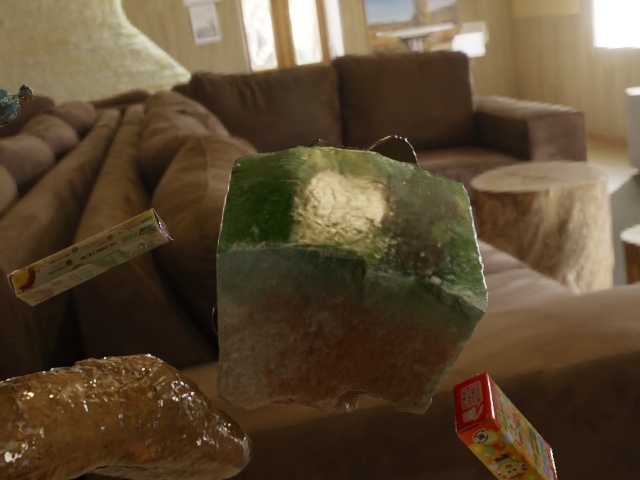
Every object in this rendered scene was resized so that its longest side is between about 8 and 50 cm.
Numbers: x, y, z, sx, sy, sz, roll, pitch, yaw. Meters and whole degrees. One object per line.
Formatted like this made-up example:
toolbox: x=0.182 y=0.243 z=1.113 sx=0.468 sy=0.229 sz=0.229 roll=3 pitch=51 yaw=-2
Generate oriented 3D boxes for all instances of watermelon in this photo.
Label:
watermelon: x=0.023 y=0.059 z=0.880 sx=0.264 sy=0.302 sz=0.151 roll=8 pitch=12 yaw=-1

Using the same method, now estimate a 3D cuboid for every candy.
candy: x=-0.275 y=-0.103 z=0.712 sx=0.083 sy=0.030 sz=0.020 roll=-26 pitch=61 yaw=-8
candy: x=0.170 y=0.183 z=0.793 sx=0.038 sy=0.122 sz=0.062 roll=-32 pitch=26 yaw=23

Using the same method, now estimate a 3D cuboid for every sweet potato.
sweet potato: x=-0.159 y=0.140 z=0.659 sx=0.092 sy=0.114 sz=0.341 roll=31 pitch=13 yaw=38

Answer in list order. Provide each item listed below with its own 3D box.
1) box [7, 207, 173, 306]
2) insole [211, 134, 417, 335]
box: x=-0.297 y=0.021 z=1.121 sx=0.207 sy=0.041 sz=0.050 roll=-25 pitch=-23 yaw=-1
insole: x=0.000 y=0.000 z=1.021 sx=0.328 sy=0.111 sz=0.007 roll=-43 pitch=35 yaw=-14
